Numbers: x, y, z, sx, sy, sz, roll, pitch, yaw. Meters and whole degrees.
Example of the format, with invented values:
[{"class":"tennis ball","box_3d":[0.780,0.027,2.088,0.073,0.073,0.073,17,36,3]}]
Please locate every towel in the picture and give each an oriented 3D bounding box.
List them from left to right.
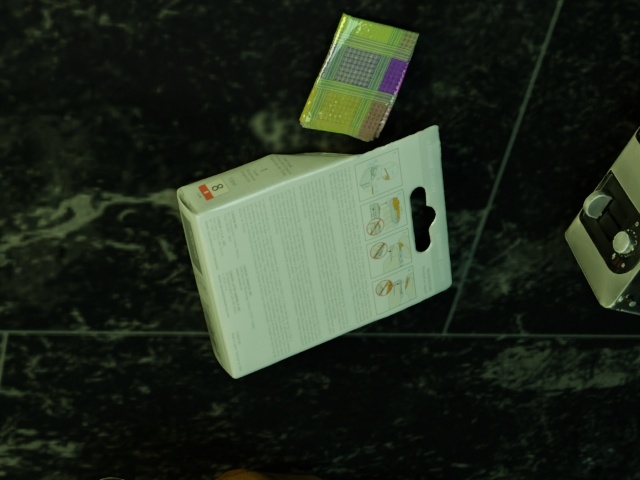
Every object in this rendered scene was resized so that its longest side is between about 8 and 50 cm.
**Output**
[{"class":"towel","box_3d":[0.025,-0.104,0.851,0.060,0.009,0.083,9,118,-26]}]

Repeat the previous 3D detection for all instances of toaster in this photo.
[{"class":"toaster","box_3d":[0.295,-0.025,0.942,0.186,0.110,0.168,12,124,-29]}]

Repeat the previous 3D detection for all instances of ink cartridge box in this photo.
[{"class":"ink cartridge box","box_3d":[0.000,0.000,0.900,0.179,0.045,0.145,-23,128,-18]}]

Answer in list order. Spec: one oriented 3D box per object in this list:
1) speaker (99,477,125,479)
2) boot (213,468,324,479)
[{"class":"speaker","box_3d":[-0.174,0.245,0.978,0.055,0.055,0.136,18,114,-31]},{"class":"boot","box_3d":[-0.113,0.297,0.970,0.211,0.104,0.295,6,111,-53]}]
